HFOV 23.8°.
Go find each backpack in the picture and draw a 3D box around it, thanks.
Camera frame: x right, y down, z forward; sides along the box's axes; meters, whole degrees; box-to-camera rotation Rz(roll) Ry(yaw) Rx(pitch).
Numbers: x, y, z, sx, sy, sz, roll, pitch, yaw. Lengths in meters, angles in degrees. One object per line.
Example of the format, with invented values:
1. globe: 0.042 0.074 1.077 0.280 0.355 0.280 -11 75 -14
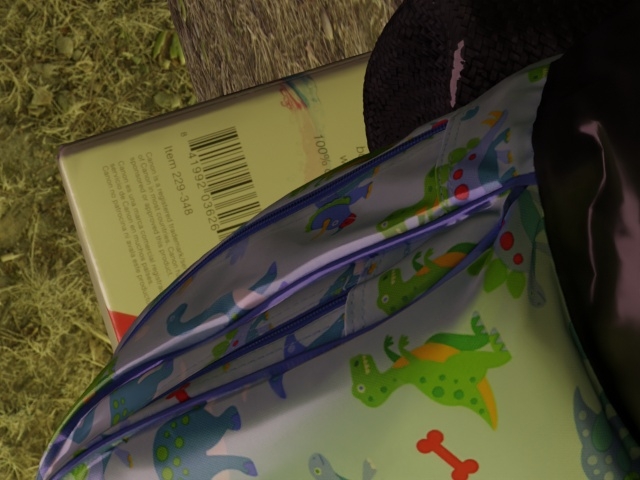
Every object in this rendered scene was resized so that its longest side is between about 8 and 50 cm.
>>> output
1. backpack: 0.039 0.098 0.658 0.355 0.273 0.290 -13 118 39

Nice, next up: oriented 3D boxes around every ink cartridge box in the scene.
1. ink cartridge box: 0.000 0.000 1.020 0.131 0.306 0.226 -168 61 -78

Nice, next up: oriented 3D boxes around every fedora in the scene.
1. fedora: 0.116 -0.053 0.784 0.334 0.152 0.334 162 90 -78
